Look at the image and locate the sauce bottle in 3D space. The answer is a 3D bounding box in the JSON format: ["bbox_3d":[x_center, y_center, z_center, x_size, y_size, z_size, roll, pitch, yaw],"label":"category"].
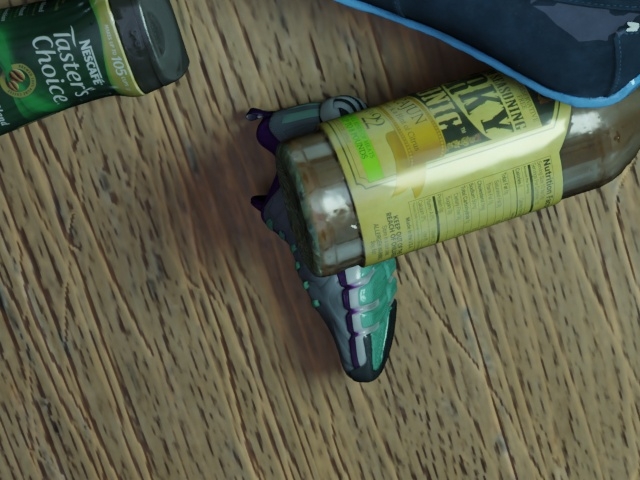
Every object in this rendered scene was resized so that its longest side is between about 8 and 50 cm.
[{"bbox_3d":[0.141,-0.074,1.400,0.344,0.111,0.111,-19,108,-9],"label":"sauce bottle"}]

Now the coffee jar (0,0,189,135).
[{"bbox_3d":[-0.195,-0.141,1.453,0.184,0.079,0.096,-16,108,10],"label":"coffee jar"}]

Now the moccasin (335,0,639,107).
[{"bbox_3d":[0.088,-0.219,1.350,0.342,0.138,0.117,24,132,10],"label":"moccasin"}]

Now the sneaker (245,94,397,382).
[{"bbox_3d":[0.000,0.000,1.497,0.098,0.083,0.224,-2,100,20],"label":"sneaker"}]
